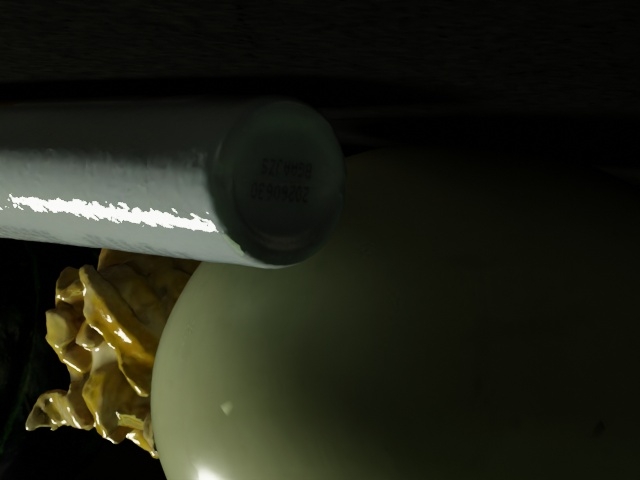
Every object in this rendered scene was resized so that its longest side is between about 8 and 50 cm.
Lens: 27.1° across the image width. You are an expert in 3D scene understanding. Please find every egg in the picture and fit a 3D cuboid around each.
[{"bbox_3d":[0.061,0.066,0.564,0.269,0.219,0.219,9,178,-19],"label":"egg"}]

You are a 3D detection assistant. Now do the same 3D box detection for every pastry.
[{"bbox_3d":[-0.031,0.054,0.716,0.250,0.154,0.102,-19,169,-36],"label":"pastry"}]

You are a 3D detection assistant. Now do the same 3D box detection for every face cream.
[{"bbox_3d":[-0.086,-0.026,0.485,0.198,0.057,0.084,6,180,38],"label":"face cream"}]

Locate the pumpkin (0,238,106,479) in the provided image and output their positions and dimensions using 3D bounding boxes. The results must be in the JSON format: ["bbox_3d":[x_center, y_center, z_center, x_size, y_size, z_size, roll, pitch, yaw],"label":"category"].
[{"bbox_3d":[-0.267,0.048,0.858,0.315,0.238,0.315,22,-179,0],"label":"pumpkin"}]
